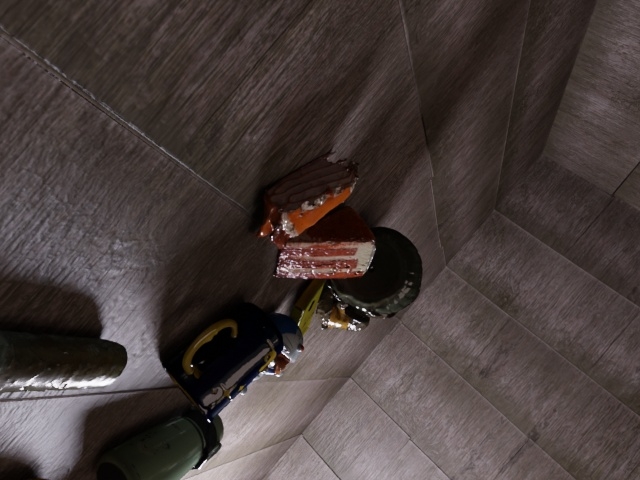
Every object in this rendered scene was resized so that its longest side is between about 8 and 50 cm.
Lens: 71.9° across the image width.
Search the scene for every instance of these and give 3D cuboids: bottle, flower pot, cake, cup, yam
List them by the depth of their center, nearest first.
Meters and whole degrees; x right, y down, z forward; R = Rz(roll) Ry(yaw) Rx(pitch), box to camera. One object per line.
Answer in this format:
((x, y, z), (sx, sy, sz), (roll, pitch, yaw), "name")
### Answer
((-0.431, 0.198, 0.714), (0.093, 0.093, 0.259), (-49, 156, -1), "yam")
((-0.027, -0.100, 0.956), (0.287, 0.098, 0.135), (-42, 155, -14), "cake")
((-0.216, 0.276, 1.051), (0.256, 0.178, 0.255), (-40, -178, -25), "cup")
((-0.415, 0.581, 1.215), (0.347, 0.168, 0.169), (-10, 135, -59), "bottle")
((0.000, 0.000, 1.215), (0.261, 0.160, 0.158), (1, 136, -16), "cake")
((0.173, 0.108, 1.389), (0.302, 0.301, 0.213), (-53, 160, 8), "flower pot")

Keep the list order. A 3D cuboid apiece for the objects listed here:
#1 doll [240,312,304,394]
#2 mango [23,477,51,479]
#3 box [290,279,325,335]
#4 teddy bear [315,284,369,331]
((-0.167, 0.326, 1.280), (0.257, 0.161, 0.215), (-42, 130, -8), "doll")
((-0.614, 0.581, 0.908), (0.187, 0.138, 0.257), (-6, 130, -45), "mango")
((-0.059, 0.252, 1.443), (0.153, 0.041, 0.279), (-50, 163, -45), "box")
((0.079, 0.253, 1.530), (0.177, 0.190, 0.140), (87, 15, -60), "teddy bear")
